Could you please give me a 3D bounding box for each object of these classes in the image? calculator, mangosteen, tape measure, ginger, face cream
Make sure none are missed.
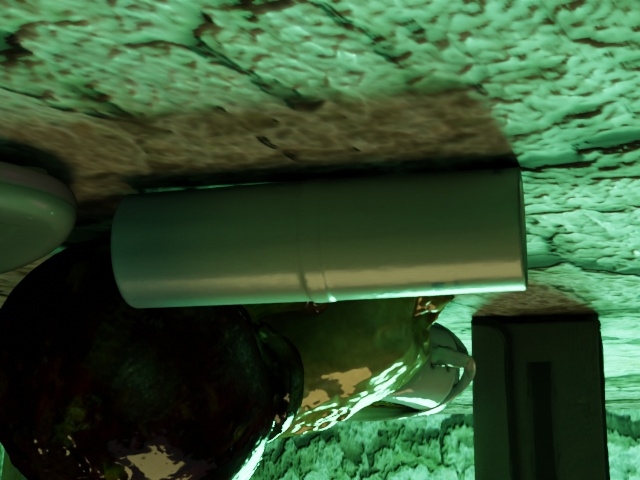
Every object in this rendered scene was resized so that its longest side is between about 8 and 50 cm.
[{"bbox_3d":[-0.263,-0.011,0.758,0.185,0.041,0.299,7,167,-31],"label":"calculator"},{"bbox_3d":[-0.115,0.090,0.912,0.289,0.231,0.231,-33,-170,-36],"label":"mangosteen"},{"bbox_3d":[0.048,0.139,1.268,0.236,0.120,0.197,4,162,6],"label":"tape measure"},{"bbox_3d":[-0.009,0.099,1.046,0.267,0.152,0.138,-8,157,18],"label":"ginger"},{"bbox_3d":[0.000,0.000,0.724,0.250,0.077,0.077,-3,168,13],"label":"face cream"}]

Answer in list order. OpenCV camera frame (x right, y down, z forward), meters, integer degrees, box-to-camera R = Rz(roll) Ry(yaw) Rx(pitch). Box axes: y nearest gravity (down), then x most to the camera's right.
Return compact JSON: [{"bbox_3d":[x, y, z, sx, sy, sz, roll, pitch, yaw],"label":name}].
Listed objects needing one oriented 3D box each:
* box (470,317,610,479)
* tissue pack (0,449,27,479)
[{"bbox_3d":[0.257,0.223,1.345,0.153,0.252,0.188,-4,166,12],"label":"box"},{"bbox_3d":[-0.228,0.208,1.214,0.162,0.287,0.388,8,167,-6],"label":"tissue pack"}]
